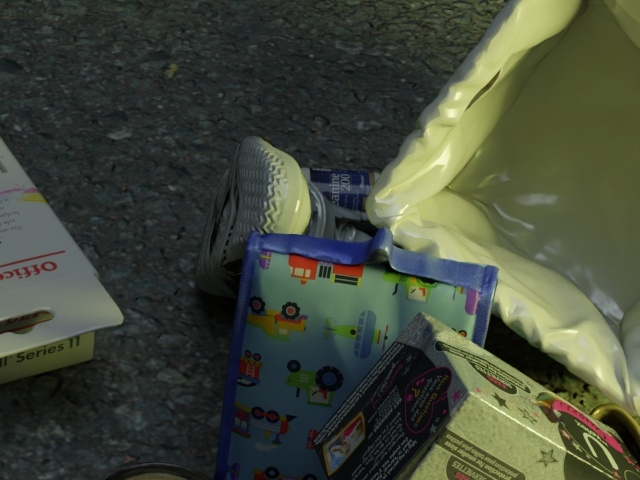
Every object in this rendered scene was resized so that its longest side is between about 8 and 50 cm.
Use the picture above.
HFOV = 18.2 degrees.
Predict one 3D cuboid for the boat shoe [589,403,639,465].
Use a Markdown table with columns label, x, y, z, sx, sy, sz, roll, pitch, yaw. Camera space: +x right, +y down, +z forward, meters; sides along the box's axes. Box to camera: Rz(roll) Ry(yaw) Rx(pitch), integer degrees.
| label | x | y | z | sx | sy | sz | roll | pitch | yaw |
| --- | --- | --- | --- | --- | --- | --- | --- | --- | --- |
| boat shoe | 0.280 | 0.269 | 1.786 | 0.109 | 0.098 | 0.302 | -3 | 36 | -2 |

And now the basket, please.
| label | x | y | z | sx | sy | sz | roll | pitch | yaw |
| --- | --- | --- | --- | --- | --- | --- | --- | --- | --- |
| basket | 0.267 | -0.066 | 1.894 | 0.331 | 0.328 | 0.266 | 37 | 7 | 3 |

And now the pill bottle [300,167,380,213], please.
| label | x | y | z | sx | sy | sz | roll | pitch | yaw |
| --- | --- | --- | --- | --- | --- | --- | --- | --- | --- |
| pill bottle | 0.004 | -0.045 | 2.169 | 0.120 | 0.067 | 0.067 | 3 | 39 | -6 |

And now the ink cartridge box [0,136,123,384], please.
| label | x | y | z | sx | sy | sz | roll | pitch | yaw |
| --- | --- | --- | --- | --- | --- | --- | --- | --- | --- |
| ink cartridge box | -0.353 | 0.038 | 1.958 | 0.207 | 0.119 | 0.353 | -14 | 43 | -27 |

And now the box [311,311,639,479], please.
| label | x | y | z | sx | sy | sz | roll | pitch | yaw |
| --- | --- | --- | --- | --- | --- | --- | --- | --- | --- |
| box | 0.147 | 0.203 | 1.709 | 0.247 | 0.163 | 0.142 | 32 | 15 | -29 |

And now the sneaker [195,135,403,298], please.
| label | x | y | z | sx | sy | sz | roll | pitch | yaw |
| --- | --- | --- | --- | --- | --- | --- | --- | --- | --- |
| sneaker | 0.000 | 0.000 | 1.942 | 0.210 | 0.366 | 0.137 | 13 | 80 | -7 |

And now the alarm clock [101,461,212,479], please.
| label | x | y | z | sx | sy | sz | roll | pitch | yaw |
| --- | --- | --- | --- | --- | --- | --- | --- | --- | --- |
| alarm clock | -0.163 | 0.258 | 1.764 | 0.192 | 0.064 | 0.129 | 8 | 39 | -5 |

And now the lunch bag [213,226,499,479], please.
| label | x | y | z | sx | sy | sz | roll | pitch | yaw |
| --- | --- | --- | --- | --- | --- | --- | --- | --- | --- |
| lunch bag | 0.030 | 0.113 | 1.796 | 0.221 | 0.293 | 0.138 | 11 | 39 | 2 |
